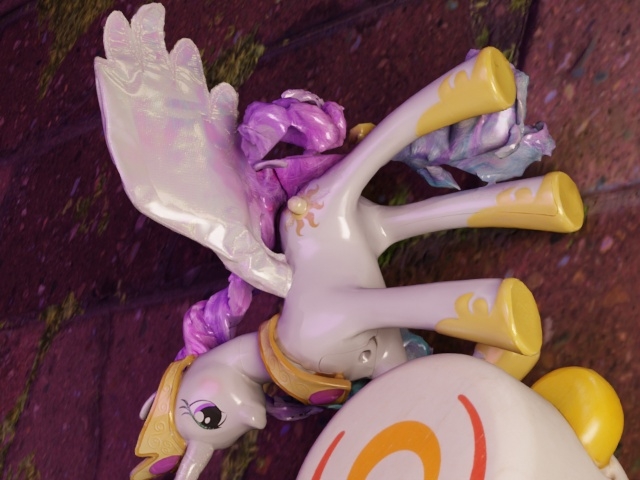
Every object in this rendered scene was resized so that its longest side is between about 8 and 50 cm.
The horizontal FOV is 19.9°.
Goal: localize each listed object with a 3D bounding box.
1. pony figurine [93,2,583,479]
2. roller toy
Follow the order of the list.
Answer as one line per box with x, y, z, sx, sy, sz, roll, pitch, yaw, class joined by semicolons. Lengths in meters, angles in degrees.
0.000;0.000;1.312;0.363;0.303;0.351;-22;57;32;pony figurine
0.087;0.176;1.099;0.191;0.146;0.209;-20;47;39;roller toy
